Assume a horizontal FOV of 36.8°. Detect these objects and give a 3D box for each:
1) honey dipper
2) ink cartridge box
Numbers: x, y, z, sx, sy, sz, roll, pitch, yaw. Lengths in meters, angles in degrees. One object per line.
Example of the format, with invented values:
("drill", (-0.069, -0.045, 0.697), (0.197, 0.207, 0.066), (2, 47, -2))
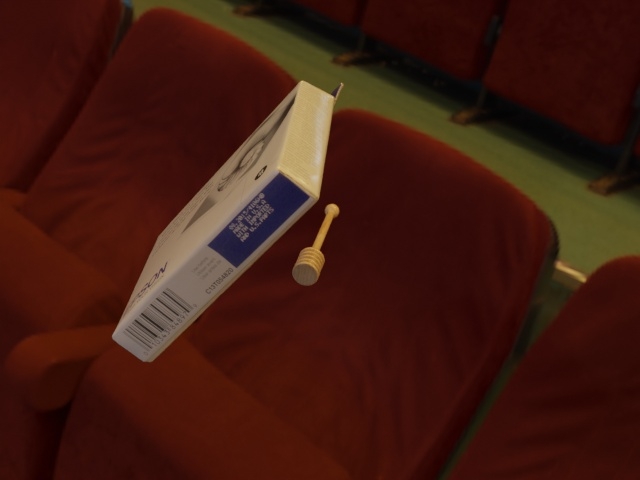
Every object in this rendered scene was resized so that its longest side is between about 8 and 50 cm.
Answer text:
("honey dipper", (0.000, 0.000, 1.120), (0.030, 0.031, 0.161), (17, 30, 4))
("ink cartridge box", (-0.075, -0.033, 0.828), (0.045, 0.223, 0.224), (38, 28, -16))
